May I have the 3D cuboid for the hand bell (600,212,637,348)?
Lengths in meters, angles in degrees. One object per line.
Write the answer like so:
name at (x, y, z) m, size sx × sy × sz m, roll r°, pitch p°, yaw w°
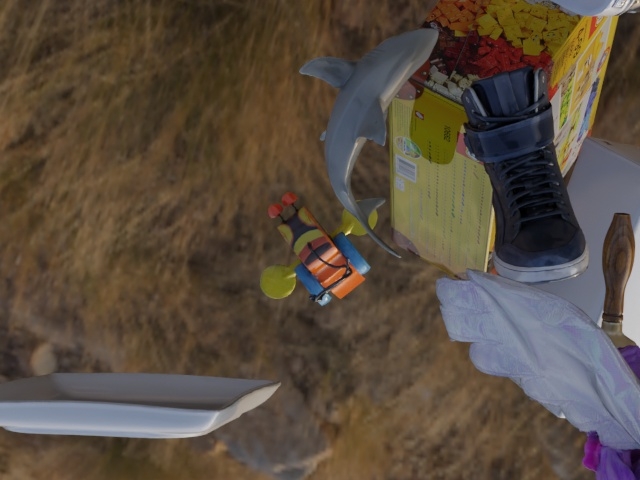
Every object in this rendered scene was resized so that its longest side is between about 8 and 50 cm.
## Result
hand bell at (0.362, 0.086, 1.533) m, size 0.126 × 0.126 × 0.242 m, roll 4°, pitch 99°, yaw 8°

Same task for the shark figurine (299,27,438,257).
shark figurine at (0.055, -0.115, 1.476) m, size 0.166 × 0.116 × 0.278 m, roll -2°, pitch 117°, yaw -29°

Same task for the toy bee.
toy bee at (0.000, 0.000, 1.814) m, size 0.162 × 0.195 × 0.298 m, roll 53°, pitch 161°, yaw 7°

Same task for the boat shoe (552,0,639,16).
boat shoe at (0.272, -0.329, 1.395) m, size 0.102 × 0.301 × 0.108 m, roll -2°, pitch 117°, yaw -32°

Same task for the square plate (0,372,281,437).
square plate at (-0.254, 0.213, 1.613) m, size 0.347 × 0.049 × 0.344 m, roll 0°, pitch 180°, yaw 10°

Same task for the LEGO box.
LEGO box at (0.282, -0.208, 1.920) m, size 0.193 × 0.372 × 0.500 m, roll 30°, pitch 158°, yaw 18°

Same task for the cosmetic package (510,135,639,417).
cosmetic package at (0.419, 0.057, 1.742) m, size 0.197 × 0.155 × 0.366 m, roll 5°, pitch 111°, yaw -33°

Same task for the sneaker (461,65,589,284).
sneaker at (0.182, -0.065, 1.117) m, size 0.086 × 0.226 × 0.163 m, roll -12°, pitch 112°, yaw 5°

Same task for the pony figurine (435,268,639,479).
pony figurine at (0.241, 0.166, 0.821) m, size 0.363 × 0.303 × 0.351 m, roll -7°, pitch -174°, yaw -27°
